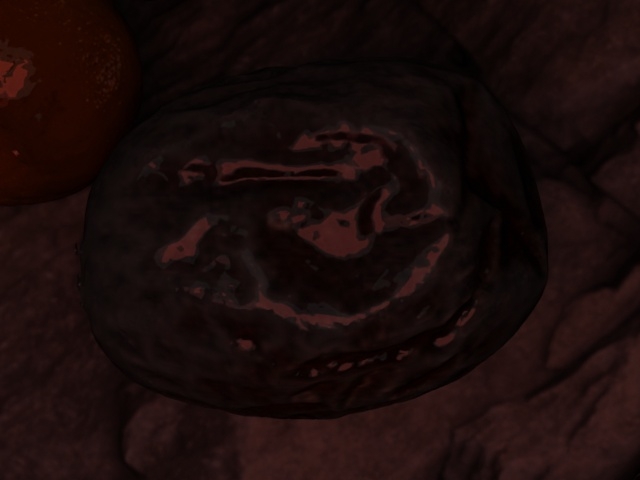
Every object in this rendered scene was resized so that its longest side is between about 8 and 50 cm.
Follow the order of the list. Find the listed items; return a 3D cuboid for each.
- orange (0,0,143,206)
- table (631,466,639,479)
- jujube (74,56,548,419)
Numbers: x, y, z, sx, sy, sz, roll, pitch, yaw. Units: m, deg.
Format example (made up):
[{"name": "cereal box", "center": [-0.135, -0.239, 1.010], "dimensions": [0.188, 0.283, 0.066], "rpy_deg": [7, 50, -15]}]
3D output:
[{"name": "orange", "center": [-0.211, -0.120, 1.351], "dimensions": [0.193, 0.193, 0.161], "rpy_deg": [43, 63, -2]}, {"name": "table", "center": [0.280, 0.270, 1.360], "dimensions": [0.193, 0.169, 0.172], "rpy_deg": [31, 103, 1]}, {"name": "jujube", "center": [0.002, -0.001, 1.327], "dimensions": [0.308, 0.215, 0.246], "rpy_deg": [3, 77, 10]}]
